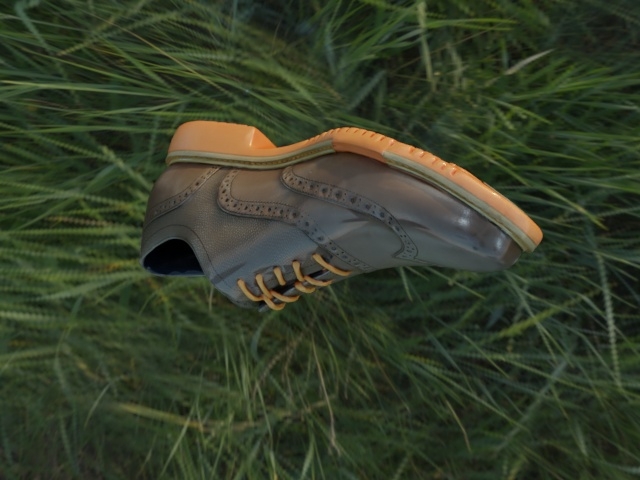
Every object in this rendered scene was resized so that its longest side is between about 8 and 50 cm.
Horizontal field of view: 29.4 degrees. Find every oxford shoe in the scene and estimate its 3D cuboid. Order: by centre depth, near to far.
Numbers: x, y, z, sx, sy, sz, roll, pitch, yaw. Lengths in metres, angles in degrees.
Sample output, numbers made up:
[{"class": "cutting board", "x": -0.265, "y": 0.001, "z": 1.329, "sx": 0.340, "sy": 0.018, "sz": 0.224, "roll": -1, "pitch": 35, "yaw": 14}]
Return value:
[{"class": "oxford shoe", "x": 0.000, "y": 0.000, "z": 0.891, "sx": 0.130, "sy": 0.364, "sz": 0.132, "roll": 36, "pitch": 72, "yaw": -38}]
